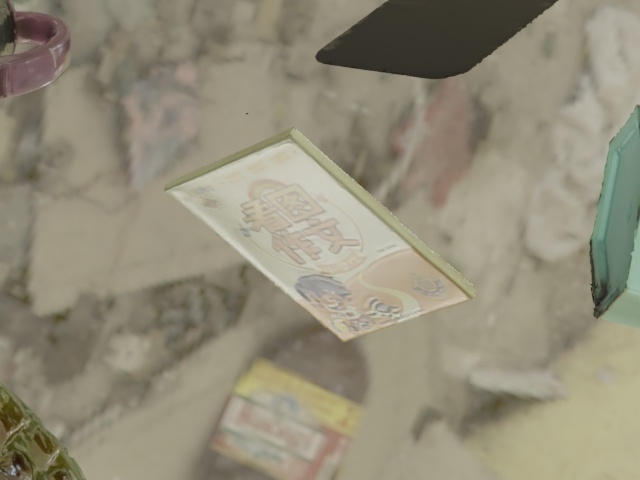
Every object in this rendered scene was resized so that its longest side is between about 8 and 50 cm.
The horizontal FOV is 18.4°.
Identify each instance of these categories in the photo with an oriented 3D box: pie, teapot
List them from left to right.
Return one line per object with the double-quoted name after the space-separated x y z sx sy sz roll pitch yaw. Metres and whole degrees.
-0.252 -0.119 1.322 0.116 0.148 0.146 -58 -165 21 "teapot"
-0.305 0.254 1.849 0.306 0.071 0.306 45 30 -35 "pie"

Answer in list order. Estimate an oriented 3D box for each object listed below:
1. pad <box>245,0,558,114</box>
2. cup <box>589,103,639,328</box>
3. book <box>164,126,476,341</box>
0.064 -0.196 1.866 0.250 0.323 0.055 -40 111 -41 "pad"
0.258 0.004 0.982 0.134 0.236 0.148 -84 -178 -51 "cup"
0.000 0.000 2.131 0.295 0.208 0.020 40 51 -27 "book"
